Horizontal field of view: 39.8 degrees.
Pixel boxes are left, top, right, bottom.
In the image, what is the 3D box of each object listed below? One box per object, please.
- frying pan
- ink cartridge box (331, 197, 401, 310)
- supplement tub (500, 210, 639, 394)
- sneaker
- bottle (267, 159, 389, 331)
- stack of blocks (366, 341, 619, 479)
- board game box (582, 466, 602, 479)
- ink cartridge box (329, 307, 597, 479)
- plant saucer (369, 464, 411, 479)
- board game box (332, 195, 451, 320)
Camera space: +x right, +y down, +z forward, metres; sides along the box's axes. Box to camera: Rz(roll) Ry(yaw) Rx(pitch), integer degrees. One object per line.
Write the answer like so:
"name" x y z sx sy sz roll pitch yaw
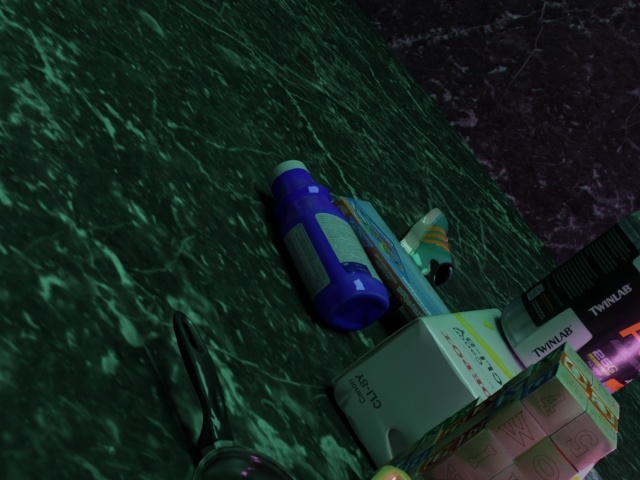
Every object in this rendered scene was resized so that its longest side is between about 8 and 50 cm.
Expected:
"frying pan" -0.086 0.220 0.774 0.326 0.053 0.197 51 20 7
"ink cartridge box" 0.066 0.023 1.489 0.207 0.046 0.097 56 19 20
"supplement tub" 0.437 0.089 1.280 0.193 0.316 0.194 43 18 -18
"sneaker" 0.198 0.030 1.688 0.121 0.108 0.302 50 27 1
"bottle" 0.000 0.000 1.316 0.118 0.092 0.283 25 30 -51
"stack of blocks" 0.162 0.233 0.920 0.087 0.297 0.171 50 20 6
"board game box" 0.368 0.319 1.531 0.347 0.056 0.208 57 26 4
"ink cartridge box" 0.217 0.250 1.212 0.279 0.160 0.384 56 20 17
"plant saucer" 0.056 0.383 0.647 0.333 0.081 0.332 56 32 5
"board game box" 0.128 0.047 1.466 0.281 0.027 0.145 55 16 16
